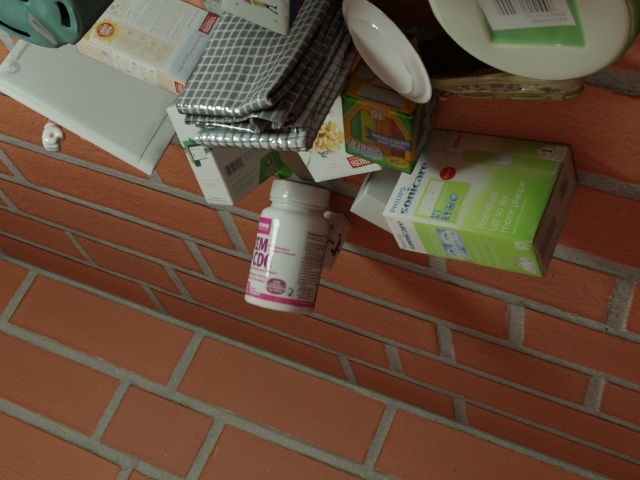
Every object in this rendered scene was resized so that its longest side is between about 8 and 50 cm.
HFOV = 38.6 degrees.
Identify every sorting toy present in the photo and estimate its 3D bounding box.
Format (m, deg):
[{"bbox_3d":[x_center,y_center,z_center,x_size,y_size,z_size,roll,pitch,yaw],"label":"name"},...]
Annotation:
[{"bbox_3d":[-0.027,-0.196,1.911,0.196,0.047,0.347,37,155,-33],"label":"sorting toy"}]

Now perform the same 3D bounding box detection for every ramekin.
[{"bbox_3d":[0.279,-0.340,1.149,0.303,0.148,0.303,22,157,10],"label":"ramekin"}]

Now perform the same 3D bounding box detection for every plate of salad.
[{"bbox_3d":[0.106,-0.293,1.383,0.200,0.048,0.200,47,172,9],"label":"plate of salad"}]

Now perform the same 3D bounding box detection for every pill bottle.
[{"bbox_3d":[-0.068,0.014,2.055,0.160,0.283,0.160,11,180,0],"label":"pill bottle"}]

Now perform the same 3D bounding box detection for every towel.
[{"bbox_3d":[-0.085,-0.283,1.479,0.235,0.284,0.121,8,150,35],"label":"towel"}]

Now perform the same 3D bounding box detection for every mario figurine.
[{"bbox_3d":[-0.512,-0.270,2.000,0.170,0.198,0.320,25,-178,-29],"label":"mario figurine"}]

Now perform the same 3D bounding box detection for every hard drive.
[{"bbox_3d":[-0.442,-0.315,1.847,0.353,0.233,0.047,30,154,-8],"label":"hard drive"}]

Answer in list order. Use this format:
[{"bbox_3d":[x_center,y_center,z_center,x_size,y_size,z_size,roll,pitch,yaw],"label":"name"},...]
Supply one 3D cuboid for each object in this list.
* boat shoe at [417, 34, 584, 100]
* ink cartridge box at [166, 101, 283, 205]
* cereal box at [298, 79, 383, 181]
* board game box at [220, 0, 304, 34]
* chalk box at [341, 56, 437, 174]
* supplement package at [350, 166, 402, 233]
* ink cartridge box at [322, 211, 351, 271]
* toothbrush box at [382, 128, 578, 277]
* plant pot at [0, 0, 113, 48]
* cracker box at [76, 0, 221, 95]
[{"bbox_3d":[0.259,-0.255,1.409,0.285,0.105,0.089,10,149,32],"label":"boat shoe"},{"bbox_3d":[-0.188,-0.205,1.826,0.092,0.160,0.219,6,126,45],"label":"ink cartridge box"},{"bbox_3d":[0.005,-0.226,1.715,0.173,0.047,0.240,-8,124,43],"label":"cereal box"},{"bbox_3d":[-0.017,-0.431,1.068,0.097,0.303,0.224,23,157,6],"label":"board game box"},{"bbox_3d":[0.122,-0.212,1.589,0.132,0.132,0.213,18,152,16],"label":"chalk box"},{"bbox_3d":[0.170,-0.077,1.876,0.179,0.105,0.105,28,158,-6],"label":"supplement package"},{"bbox_3d":[0.000,0.000,2.177,0.099,0.135,0.056,9,152,36],"label":"ink cartridge box"},{"bbox_3d":[0.287,-0.073,1.633,0.283,0.206,0.122,12,153,32],"label":"toothbrush box"},{"bbox_3d":[-0.367,-0.480,1.296,0.341,0.334,0.341,22,156,11],"label":"plant pot"},{"bbox_3d":[-0.311,-0.376,1.681,0.232,0.156,0.067,24,157,6],"label":"cracker box"}]
